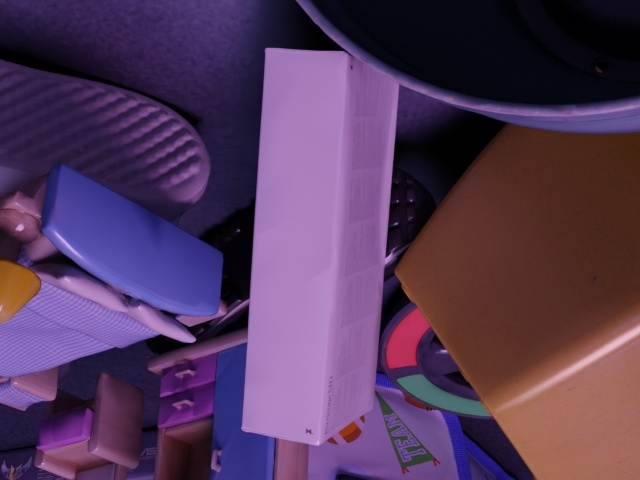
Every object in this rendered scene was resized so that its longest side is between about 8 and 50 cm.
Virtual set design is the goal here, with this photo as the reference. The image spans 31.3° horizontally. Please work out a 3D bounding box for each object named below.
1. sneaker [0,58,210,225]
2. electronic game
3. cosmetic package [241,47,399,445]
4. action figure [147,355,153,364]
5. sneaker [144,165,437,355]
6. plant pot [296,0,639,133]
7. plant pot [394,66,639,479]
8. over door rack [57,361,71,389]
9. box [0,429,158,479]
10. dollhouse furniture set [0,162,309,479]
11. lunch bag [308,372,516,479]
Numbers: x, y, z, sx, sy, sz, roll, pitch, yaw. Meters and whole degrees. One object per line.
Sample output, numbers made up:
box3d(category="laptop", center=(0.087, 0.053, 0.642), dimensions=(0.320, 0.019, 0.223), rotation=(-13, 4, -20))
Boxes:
box3d(category="sneaker", center=(-0.267, -0.050, 0.762), dimensions=(0.366, 0.135, 0.150), rotation=(18, 135, -19))
box3d(category="electronic game", center=(0.164, 0.092, 0.992), dimensions=(0.229, 0.048, 0.229), rotation=(1, 142, 1))
box3d(category="cosmetic package", center=(0.000, 0.000, 0.731), dimensions=(0.060, 0.239, 0.099), rotation=(7, -172, 20))
box3d(category="action figure", center=(-0.135, 0.101, 1.030), dimensions=(0.038, 0.030, 0.115), rotation=(-10, 142, 7))
box3d(category="sneaker", center=(-0.005, 0.027, 0.893), dimensions=(0.283, 0.107, 0.124), rotation=(-24, 145, 38))
box3d(category="plant pot", center=(0.138, -0.175, 0.513), dimensions=(0.293, 0.293, 0.196), rotation=(-17, 165, 21))
box3d(category="plant pot", center=(0.177, 0.046, 0.758), dimensions=(0.187, 0.212, 0.212), rotation=(-34, 134, 3))
box3d(category="over door rack", center=(-0.392, 0.065, 0.930), dimensions=(0.239, 0.108, 0.324), rotation=(-15, 138, 18))
box3d(category="box", center=(-0.210, 0.279, 1.226), dimensions=(0.233, 0.059, 0.183), rotation=(-11, 140, 17))
box3d(category="dollhouse furniture set", center=(-0.185, 0.128, 0.766), dimensions=(0.286, 0.198, 0.303), rotation=(-20, 143, 33))
box3d(category="lunch bag", center=(0.059, 0.322, 1.059), dimensions=(0.239, 0.328, 0.385), rotation=(-26, 132, 23))
